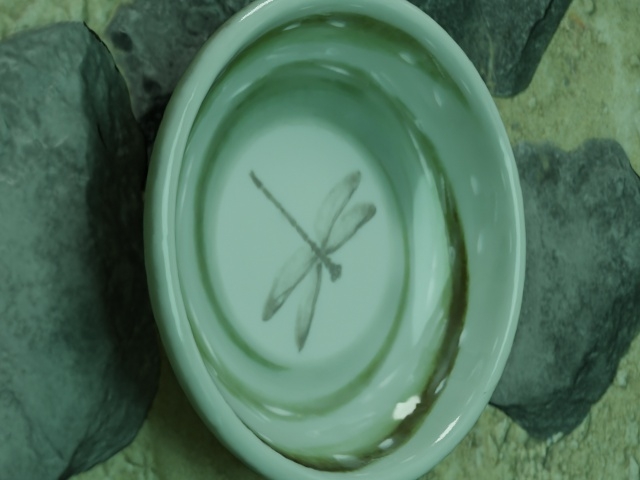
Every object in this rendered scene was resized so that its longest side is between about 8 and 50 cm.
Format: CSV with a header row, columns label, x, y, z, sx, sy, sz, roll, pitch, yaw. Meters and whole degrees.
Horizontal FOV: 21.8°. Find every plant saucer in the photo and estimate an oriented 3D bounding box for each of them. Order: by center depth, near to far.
label,x,y,z,sx,sy,sz,roll,pitch,yaw
plant saucer,0.000,0.000,1.309,0.400,0.100,0.400,3,86,-44
